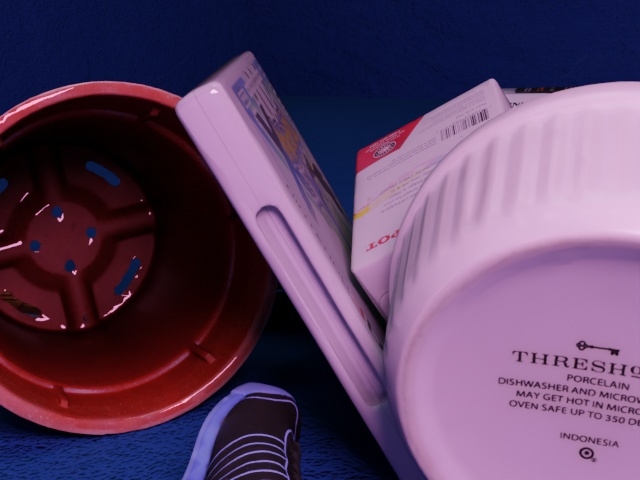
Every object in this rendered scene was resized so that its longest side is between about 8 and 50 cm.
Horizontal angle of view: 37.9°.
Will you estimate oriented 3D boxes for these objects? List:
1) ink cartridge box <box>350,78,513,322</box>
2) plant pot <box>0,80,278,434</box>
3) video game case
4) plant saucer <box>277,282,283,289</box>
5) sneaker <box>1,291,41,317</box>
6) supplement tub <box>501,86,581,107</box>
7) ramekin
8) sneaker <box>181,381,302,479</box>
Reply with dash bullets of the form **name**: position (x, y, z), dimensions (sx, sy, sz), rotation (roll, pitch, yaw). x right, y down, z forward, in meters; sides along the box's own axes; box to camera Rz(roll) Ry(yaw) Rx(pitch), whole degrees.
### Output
- **ink cartridge box**: position (0.108, -0.007, 0.680), dimensions (0.128, 0.127, 0.176), rotation (-26, 27, 20)
- **plant pot**: position (-0.210, 0.007, 0.834), dimensions (0.272, 0.272, 0.265), rotation (-10, 7, -23)
- **video game case**: position (0.000, 0.000, 0.717), dimensions (0.036, 0.300, 0.329), rotation (-29, 13, 6)
- **plant saucer**: position (-0.041, 0.007, 0.975), dimensions (0.199, 0.036, 0.198), rotation (1, -21, 0)
- **sneaker**: position (-0.321, 0.051, 1.021), dimensions (0.175, 0.067, 0.064), rotation (-6, 13, -15)
- **supplement tub**: position (0.364, -0.104, 1.208), dimensions (0.316, 0.193, 0.193), rotation (1, 15, 20)
- **ramekin**: position (0.158, 0.062, 0.508), dimensions (0.273, 0.272, 0.127), rotation (2, 28, 19)
- **sneaker**: position (-0.038, 0.158, 0.531), dimensions (0.090, 0.081, 0.232), rotation (4, 23, 16)
